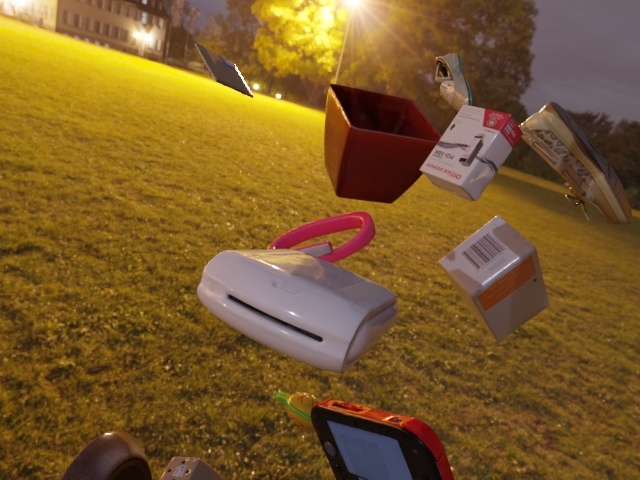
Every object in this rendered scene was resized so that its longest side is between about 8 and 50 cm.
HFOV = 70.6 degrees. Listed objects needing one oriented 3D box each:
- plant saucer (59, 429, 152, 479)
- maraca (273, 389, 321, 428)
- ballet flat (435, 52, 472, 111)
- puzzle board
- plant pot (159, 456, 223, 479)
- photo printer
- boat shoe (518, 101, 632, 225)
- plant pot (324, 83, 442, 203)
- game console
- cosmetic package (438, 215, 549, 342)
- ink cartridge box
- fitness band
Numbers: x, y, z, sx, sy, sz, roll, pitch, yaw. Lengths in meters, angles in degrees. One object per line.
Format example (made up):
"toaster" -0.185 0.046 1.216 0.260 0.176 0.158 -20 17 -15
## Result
"plant saucer" -0.257 0.337 0.548 0.036 0.198 0.198 1 13 11
"maraca" -0.065 0.524 1.426 0.186 0.099 0.127 25 -8 19
"ballet flat" 0.247 -0.296 0.860 0.053 0.057 0.168 -1 51 4
"puzzle board" -0.197 -0.346 0.933 0.096 0.011 0.128 59 22 11
"plant pot" -0.303 0.551 1.019 0.109 0.096 0.109 -7 25 19
"photo printer" -0.023 0.097 0.716 0.256 0.106 0.308 22 7 18
"boat shoe" 0.519 -0.144 0.918 0.105 0.089 0.285 -26 81 -49
"plant pot" 0.143 -0.255 1.272 0.268 0.235 0.267 4 40 -18
"game console" 0.144 0.530 1.002 0.060 0.341 0.387 -21 5 -37
"cosmetic package" 0.572 0.142 1.457 0.453 0.230 0.161 43 9 -49
"ink cartridge box" 0.245 -0.145 0.743 0.056 0.135 0.099 32 3 -40
"fitness band" 0.000 0.000 1.151 0.291 0.054 0.209 -11 21 30
